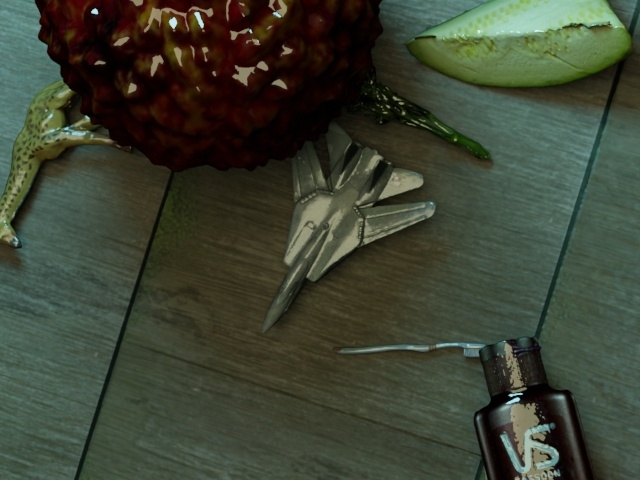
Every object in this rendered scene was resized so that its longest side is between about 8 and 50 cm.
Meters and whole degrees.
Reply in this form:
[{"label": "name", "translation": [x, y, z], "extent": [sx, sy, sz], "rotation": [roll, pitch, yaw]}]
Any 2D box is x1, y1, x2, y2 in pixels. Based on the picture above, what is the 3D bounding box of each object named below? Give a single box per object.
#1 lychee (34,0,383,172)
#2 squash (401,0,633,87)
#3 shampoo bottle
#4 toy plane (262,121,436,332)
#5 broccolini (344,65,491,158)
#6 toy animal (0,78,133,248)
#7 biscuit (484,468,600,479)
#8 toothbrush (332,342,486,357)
[{"label": "lychee", "translation": [-0.130, -0.297, 1.871], "extent": [0.424, 0.500, 0.425], "rotation": [-3, 123, -4]}, {"label": "squash", "translation": [0.241, -0.224, 1.932], "extent": [0.252, 0.093, 0.169], "rotation": [-23, 37, 8]}, {"label": "shampoo bottle", "translation": [0.259, 0.276, 1.862], "extent": [0.129, 0.084, 0.323], "rotation": [-13, 78, 7]}, {"label": "toy plane", "translation": [0.003, 0.000, 1.977], "extent": [0.212, 0.088, 0.267], "rotation": [32, 100, 13]}, {"label": "broccolini", "translation": [0.116, -0.142, 1.980], "extent": [0.201, 0.074, 0.058], "rotation": [35, 129, 1]}, {"label": "toy animal", "translation": [-0.352, -0.115, 2.068], "extent": [0.275, 0.054, 0.149], "rotation": [-39, 82, 3]}, {"label": "biscuit", "translation": [0.290, 0.407, 1.897], "extent": [0.204, 0.040, 0.309], "rotation": [-1, 81, 12]}, {"label": "toothbrush", "translation": [0.110, 0.136, 1.974], "extent": [0.193, 0.013, 0.019], "rotation": [0, 94, 11]}]
